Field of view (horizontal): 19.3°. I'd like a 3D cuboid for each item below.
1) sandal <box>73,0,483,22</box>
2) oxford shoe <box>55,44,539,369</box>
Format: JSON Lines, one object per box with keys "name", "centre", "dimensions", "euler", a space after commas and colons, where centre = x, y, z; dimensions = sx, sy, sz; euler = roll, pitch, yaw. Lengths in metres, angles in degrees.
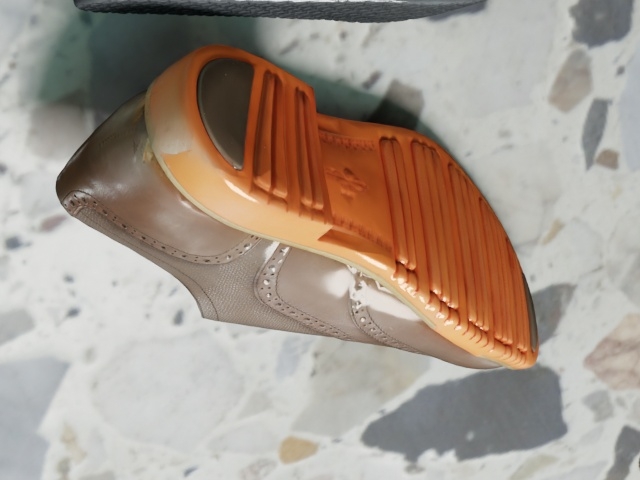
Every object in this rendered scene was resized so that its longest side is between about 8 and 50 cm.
{"name": "sandal", "centre": [-0.011, -0.155, 1.055], "dimensions": [0.254, 0.097, 0.054], "euler": [-1, 90, -24]}
{"name": "oxford shoe", "centre": [0.000, 0.000, 1.146], "dimensions": [0.133, 0.130, 0.364], "euler": [-27, 140, 32]}
